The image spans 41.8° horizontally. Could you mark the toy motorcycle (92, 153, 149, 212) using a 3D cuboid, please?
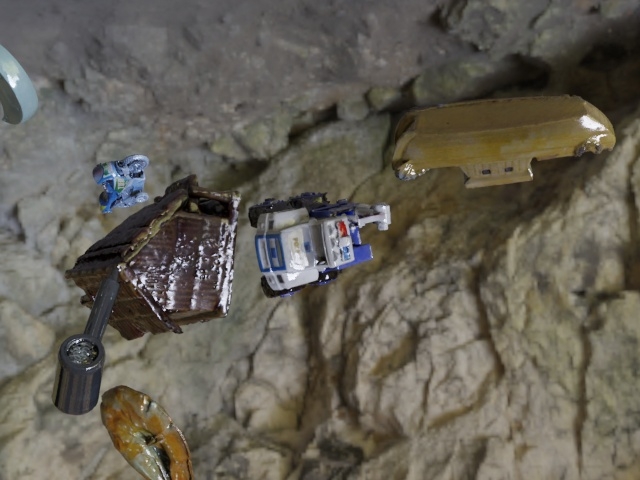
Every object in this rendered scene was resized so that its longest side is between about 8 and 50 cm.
[{"bbox_3d":[-0.513,-0.143,2.130,0.136,0.092,0.254,-9,156,-22],"label":"toy motorcycle"}]

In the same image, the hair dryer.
[{"bbox_3d":[-0.346,0.127,1.282,0.070,0.255,0.128,14,138,-10],"label":"hair dryer"}]

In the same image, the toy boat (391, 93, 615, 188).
[{"bbox_3d":[0.264,-0.139,1.228,0.321,0.121,0.089,-5,-138,10],"label":"toy boat"}]

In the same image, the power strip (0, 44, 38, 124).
[{"bbox_3d":[-0.595,-0.307,1.546,0.137,0.216,0.044,16,-129,37],"label":"power strip"}]

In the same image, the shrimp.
[{"bbox_3d":[-0.260,0.356,1.379,0.154,0.294,0.062,-9,-150,35],"label":"shrimp"}]

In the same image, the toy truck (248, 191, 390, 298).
[{"bbox_3d":[0.000,0.000,1.351,0.177,0.161,0.213,-5,-172,42],"label":"toy truck"}]

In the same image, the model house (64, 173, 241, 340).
[{"bbox_3d":[-0.341,0.039,1.581,0.283,0.297,0.317,-3,177,-43],"label":"model house"}]
